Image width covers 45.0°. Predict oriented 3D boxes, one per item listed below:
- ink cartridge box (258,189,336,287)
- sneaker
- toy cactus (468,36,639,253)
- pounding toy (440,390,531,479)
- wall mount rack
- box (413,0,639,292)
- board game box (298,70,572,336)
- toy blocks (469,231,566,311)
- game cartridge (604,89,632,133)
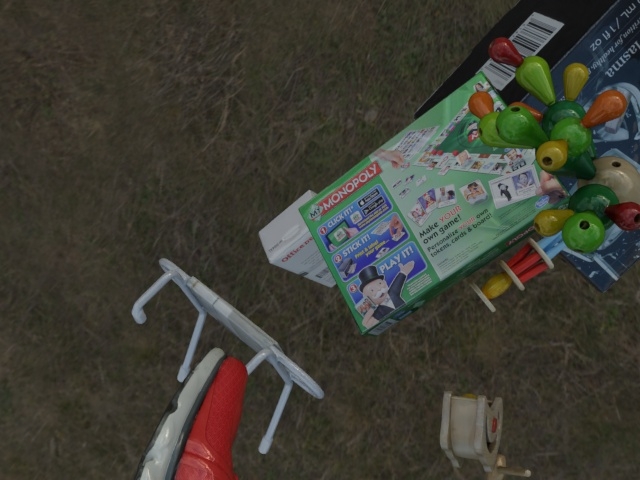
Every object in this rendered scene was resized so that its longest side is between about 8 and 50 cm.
[{"bbox_3d":[0.000,0.000,1.556,0.148,0.085,0.203,-39,143,20],"label":"ink cartridge box"},{"bbox_3d":[-0.067,0.201,0.475,0.118,0.279,0.107,14,142,-10],"label":"sneaker"},{"bbox_3d":[0.212,-0.070,0.617,0.181,0.219,0.112,27,120,-29],"label":"toy cactus"},{"bbox_3d":[0.334,0.366,1.495,0.155,0.154,0.269,2,150,24],"label":"pounding toy"},{"bbox_3d":[-0.154,0.191,1.222,0.350,0.130,0.304,36,163,24],"label":"wall mount rack"},{"bbox_3d":[0.541,-0.241,1.558,0.472,0.297,0.480,37,102,-28],"label":"box"},{"bbox_3d":[0.141,-0.045,1.024,0.317,0.046,0.213,-36,62,19],"label":"board game box"},{"bbox_3d":[0.257,0.007,1.062,0.148,0.054,0.123,-39,86,6],"label":"toy blocks"},{"bbox_3d":[0.383,-0.165,0.994,0.017,0.083,0.056,26,109,19],"label":"game cartridge"}]
